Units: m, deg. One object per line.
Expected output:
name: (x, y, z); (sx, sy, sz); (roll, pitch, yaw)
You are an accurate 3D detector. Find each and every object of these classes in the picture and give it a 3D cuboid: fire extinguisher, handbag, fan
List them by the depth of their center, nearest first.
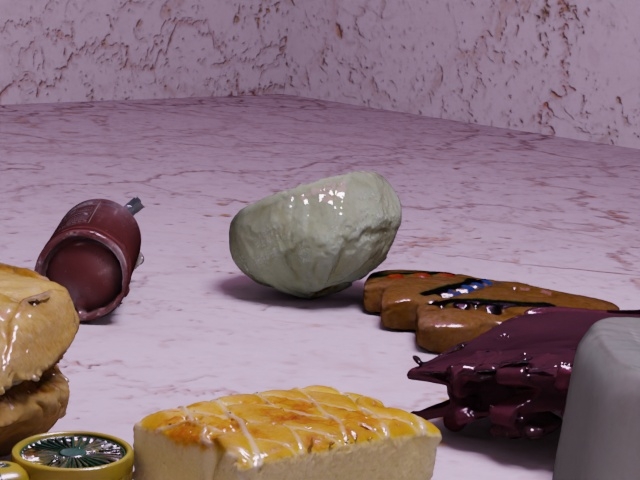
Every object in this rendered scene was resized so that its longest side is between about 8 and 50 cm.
fan: (-0.196, 0.161, 1.095); (0.155, 0.039, 0.082); (-5, 15, -37)
handbag: (0.204, 0.108, 1.350); (0.203, 0.074, 0.216); (-5, 8, 37)
fire extinguisher: (-0.232, 0.009, 1.739); (0.104, 0.105, 0.269); (4, 10, -3)

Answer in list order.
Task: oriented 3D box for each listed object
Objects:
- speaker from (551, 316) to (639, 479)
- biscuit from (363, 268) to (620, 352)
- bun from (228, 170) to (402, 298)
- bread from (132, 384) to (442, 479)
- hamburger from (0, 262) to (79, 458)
speaker: (0.333, 0.157, 0.935); (0.406, 0.184, 0.183); (4, 10, -2)
biscuit: (0.152, 0.066, 1.742); (0.278, 0.043, 0.301); (-5, 14, -44)
bun: (0.000, 0.000, 1.807); (0.195, 0.118, 0.195); (-20, -4, -1)
bread: (-0.025, 0.148, 1.154); (0.188, 0.068, 0.125); (-5, 14, -43)
hamburger: (-0.315, 0.092, 1.152); (0.259, 0.145, 0.283); (13, 10, 29)
